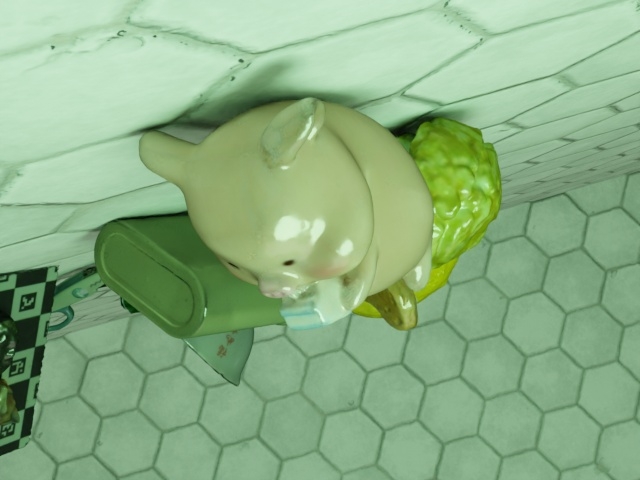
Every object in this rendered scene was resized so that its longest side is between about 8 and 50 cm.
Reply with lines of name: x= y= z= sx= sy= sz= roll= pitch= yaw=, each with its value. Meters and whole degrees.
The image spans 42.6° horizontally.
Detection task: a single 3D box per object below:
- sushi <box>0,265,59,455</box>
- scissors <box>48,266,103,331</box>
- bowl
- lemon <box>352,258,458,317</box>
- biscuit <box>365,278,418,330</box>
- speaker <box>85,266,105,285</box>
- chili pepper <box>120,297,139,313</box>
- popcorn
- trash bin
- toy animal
sushi: x=-0.554 y=0.238 z=1.290 sx=0.064 sy=0.359 sz=0.343 roll=23 pitch=-162 yaw=27
scissors: x=-0.450 y=0.087 z=1.511 sx=0.289 sy=0.041 sz=0.138 roll=-27 pitch=133 yaw=17
bowl: x=-0.244 y=0.139 z=1.766 sx=0.157 sy=0.345 sz=0.345 roll=-45 pitch=178 yaw=-6
lemon: x=0.099 y=-0.001 z=1.283 sx=0.288 sy=0.233 sz=0.233 roll=-42 pitch=172 yaw=5
biscuit: x=0.002 y=-0.013 z=1.068 sx=0.047 sy=0.216 sz=0.339 roll=-33 pitch=-155 yaw=-20
speaker: x=-0.363 y=0.057 z=1.607 sx=0.191 sy=0.040 sz=0.046 roll=-14 pitch=175 yaw=-30
chili pepper: x=-0.350 y=0.120 z=2.035 sx=0.270 sy=0.099 sz=0.136 roll=-14 pitch=168 yaw=27
popcorn: x=0.141 y=-0.061 z=1.062 sx=0.204 sy=0.183 sz=0.221 roll=-56 pitch=175 yaw=7
trash bin: x=-0.161 y=0.046 z=1.188 sx=0.243 sy=0.121 sz=0.247 roll=31 pitch=-160 yaw=29
toy animal: x=-0.016 y=-0.026 z=0.779 sx=0.195 sy=0.213 sz=0.256 roll=-7 pitch=-176 yaw=30
